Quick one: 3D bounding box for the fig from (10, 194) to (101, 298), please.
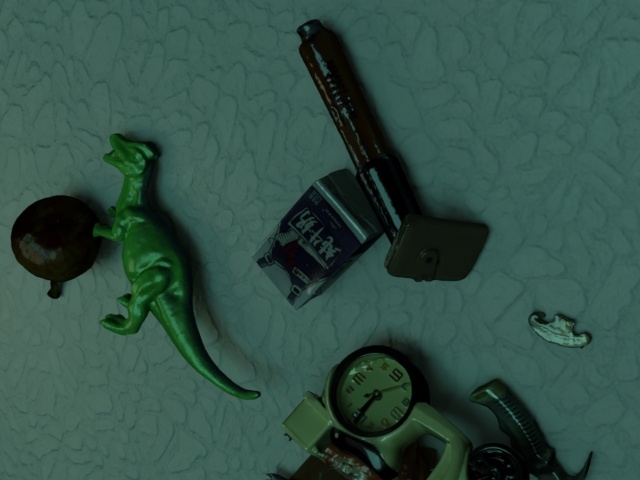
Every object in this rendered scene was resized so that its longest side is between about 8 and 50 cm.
[{"bbox_3d":[-0.578,0.040,1.851,0.190,0.190,0.290,46,122,12],"label":"fig"}]

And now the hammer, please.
[{"bbox_3d":[0.340,0.332,1.448,0.159,0.041,0.226,-39,82,34],"label":"hammer"}]

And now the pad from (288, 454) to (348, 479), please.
[{"bbox_3d":[0.051,0.555,1.713,0.284,0.018,0.286,45,124,13],"label":"pad"}]

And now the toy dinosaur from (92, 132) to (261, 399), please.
[{"bbox_3d":[-0.259,0.044,1.712,0.500,0.144,0.375,26,104,20],"label":"toy dinosaur"}]

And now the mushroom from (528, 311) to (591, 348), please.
[{"bbox_3d":[0.377,0.141,1.381,0.101,0.019,0.049,25,117,21],"label":"mushroom"}]

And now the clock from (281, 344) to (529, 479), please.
[{"bbox_3d":[0.134,0.357,1.463,0.276,0.120,0.379,-46,57,-1],"label":"clock"}]

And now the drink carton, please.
[{"bbox_3d":[-0.001,0.000,1.529,0.134,0.102,0.222,49,125,8],"label":"drink carton"}]

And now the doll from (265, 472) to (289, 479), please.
[{"bbox_3d":[-0.058,0.496,1.735,0.125,0.027,0.037,20,122,27],"label":"doll"}]

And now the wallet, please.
[{"bbox_3d":[0.184,0.016,1.396,0.039,0.152,0.118,-118,40,-49],"label":"wallet"}]

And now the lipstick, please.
[{"bbox_3d":[0.069,-0.170,1.446,0.077,0.077,0.418,-27,89,35],"label":"lipstick"}]

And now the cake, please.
[{"bbox_3d":[0.059,0.402,1.585,0.287,0.098,0.135,6,75,28],"label":"cake"}]
